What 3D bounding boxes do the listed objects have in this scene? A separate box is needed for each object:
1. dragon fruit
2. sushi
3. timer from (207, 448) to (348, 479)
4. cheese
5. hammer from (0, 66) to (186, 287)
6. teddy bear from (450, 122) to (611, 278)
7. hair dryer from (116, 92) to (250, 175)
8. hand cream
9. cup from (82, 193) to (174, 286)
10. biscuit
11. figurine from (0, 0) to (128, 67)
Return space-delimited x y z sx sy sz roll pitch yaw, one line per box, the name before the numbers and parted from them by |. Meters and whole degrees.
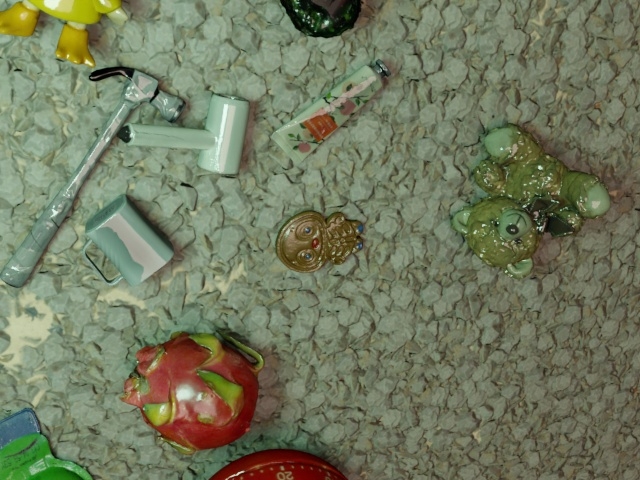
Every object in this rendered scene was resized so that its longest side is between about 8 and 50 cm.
dragon fruit | -0.226 0.267 1.331 0.227 0.224 0.224 36 95 -25
sushi | -0.011 -0.437 1.175 0.124 0.127 0.225 -23 114 -10
timer | -0.091 0.598 1.459 0.378 0.279 0.377 -7 114 -16
cheese | -0.519 0.465 1.356 0.204 0.083 0.320 -25 105 -36
hammer | -0.394 -0.093 1.220 0.152 0.044 0.427 30 98 -26
teddy bear | 0.387 -0.063 1.444 0.267 0.156 0.256 39 94 12
hair dryer | -0.222 -0.177 1.193 0.236 0.073 0.131 -3 112 -44
hand cream | 0.024 -0.235 1.314 0.234 0.050 0.080 -40 121 5
cup | -0.335 0.010 1.252 0.128 0.095 0.129 -37 114 0
biscuit | 0.000 0.000 1.402 0.175 0.026 0.124 -9 113 -16
figurine | -0.343 -0.436 1.034 0.215 0.187 0.343 16 110 -33
